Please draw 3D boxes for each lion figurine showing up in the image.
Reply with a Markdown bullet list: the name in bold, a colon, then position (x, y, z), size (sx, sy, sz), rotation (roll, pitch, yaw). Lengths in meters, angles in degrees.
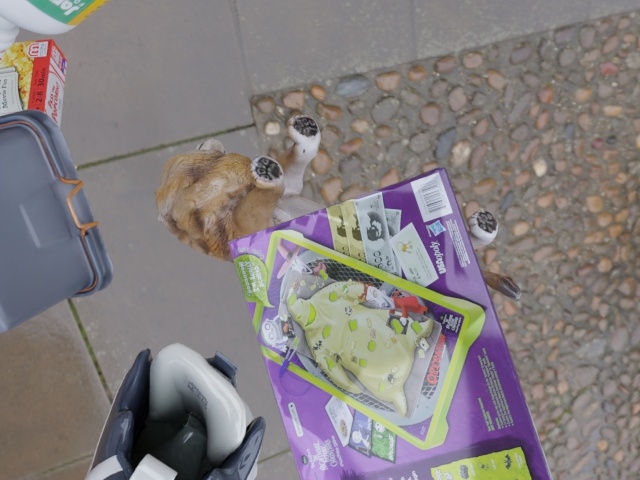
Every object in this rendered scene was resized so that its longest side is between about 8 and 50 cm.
- **lion figurine**: position (0.000, 0.000, 0.686), size (0.392, 0.142, 0.240), rotation (33, 145, -6)

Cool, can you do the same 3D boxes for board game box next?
- **board game box**: position (0.065, 0.132, 0.532), size (0.208, 0.056, 0.346), rotation (-18, 85, 9)
- **board game box**: position (-0.409, -0.158, 0.720), size (0.194, 0.146, 0.045), rotation (-5, 159, 1)

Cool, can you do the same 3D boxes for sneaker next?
- **sneaker**: position (-0.074, 0.122, 0.383), size (0.094, 0.235, 0.153), rotation (32, 107, 11)

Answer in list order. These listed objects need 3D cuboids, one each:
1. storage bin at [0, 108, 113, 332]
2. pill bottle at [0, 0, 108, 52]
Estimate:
- **storage bin**: position (-0.204, -0.006, 0.389), size (0.098, 0.091, 0.135), rotation (-7, 111, 20)
- **pill bottle**: position (-0.155, -0.197, 0.353), size (0.208, 0.117, 0.117), rotation (-32, 123, 10)
